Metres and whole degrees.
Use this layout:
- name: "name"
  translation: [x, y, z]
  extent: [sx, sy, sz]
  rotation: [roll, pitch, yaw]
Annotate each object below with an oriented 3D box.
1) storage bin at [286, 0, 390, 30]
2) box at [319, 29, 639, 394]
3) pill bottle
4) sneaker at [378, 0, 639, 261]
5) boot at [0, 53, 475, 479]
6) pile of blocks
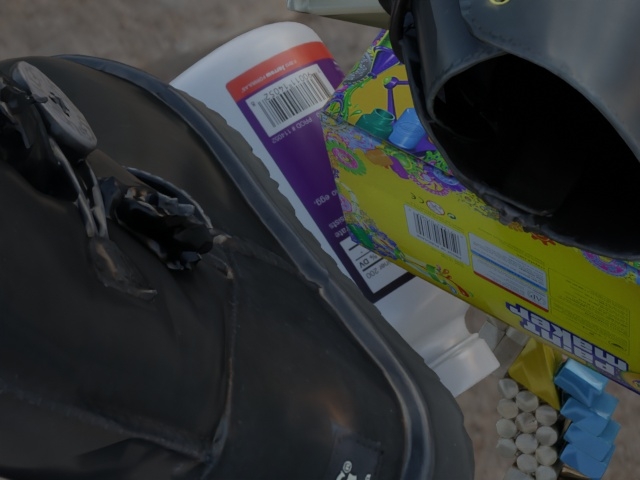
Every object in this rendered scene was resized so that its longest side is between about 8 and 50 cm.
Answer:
- name: "storage bin"
  translation: [0.135, -0.218, 0.957]
  extent: [0.123, 0.262, 0.260]
  rotation: [6, 90, 56]
- name: "box"
  translation: [0.203, -0.081, 1.254]
  extent: [0.290, 0.177, 0.279]
  rotation: [29, 69, 22]
- name: "pill bottle"
  translation: [0.000, 0.000, 1.492]
  extent: [0.181, 0.181, 0.323]
  rotation: [-33, 84, -6]
- name: "sneaker"
  translation: [0.027, -0.099, 0.461]
  extent: [0.222, 0.083, 0.118]
  rotation: [36, 56, 5]
- name: "boot"
  translation: [-0.182, -0.042, 0.668]
  extent: [0.367, 0.445, 0.146]
  rotation: [35, 95, 42]
- name: "pile of blocks"
  translation: [0.233, 0.187, 1.735]
  extent: [0.149, 0.362, 0.112]
  rotation: [-1, 22, 23]
